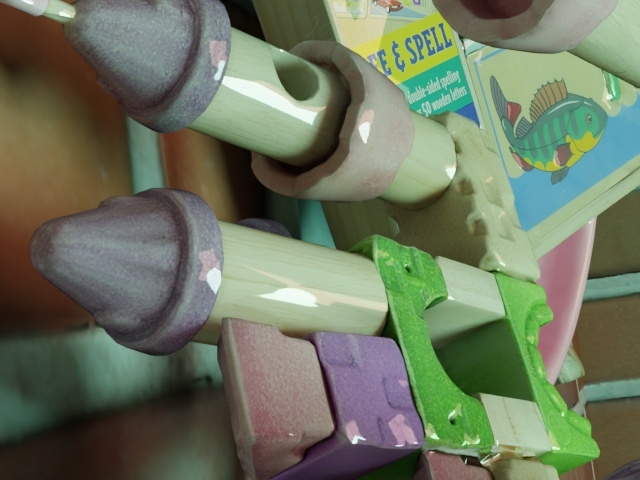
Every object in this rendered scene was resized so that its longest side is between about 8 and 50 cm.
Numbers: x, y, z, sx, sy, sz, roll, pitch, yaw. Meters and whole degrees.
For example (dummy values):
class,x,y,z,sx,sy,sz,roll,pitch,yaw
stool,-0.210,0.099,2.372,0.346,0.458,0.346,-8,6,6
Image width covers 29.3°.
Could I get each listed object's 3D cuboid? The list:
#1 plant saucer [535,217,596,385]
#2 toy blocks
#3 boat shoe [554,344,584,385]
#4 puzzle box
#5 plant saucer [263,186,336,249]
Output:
class,x,y,z,sx,sy,sz,roll,pitch,yaw
plant saucer,0.134,-0.033,0.922,0.332,0.084,0.332,6,90,-65
toy blocks,-0.004,0.048,0.445,0.260,0.309,0.288,14,53,-45
boat shoe,0.159,0.067,1.164,0.285,0.092,0.103,47,7,-42
puzzle box,0.127,-0.146,0.753,0.409,0.052,0.272,-31,106,-43
plant saucer,0.000,0.000,0.751,0.195,0.037,0.195,-9,90,-75
